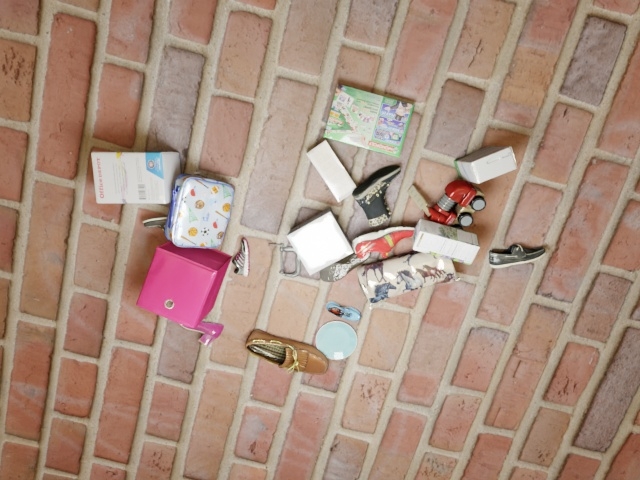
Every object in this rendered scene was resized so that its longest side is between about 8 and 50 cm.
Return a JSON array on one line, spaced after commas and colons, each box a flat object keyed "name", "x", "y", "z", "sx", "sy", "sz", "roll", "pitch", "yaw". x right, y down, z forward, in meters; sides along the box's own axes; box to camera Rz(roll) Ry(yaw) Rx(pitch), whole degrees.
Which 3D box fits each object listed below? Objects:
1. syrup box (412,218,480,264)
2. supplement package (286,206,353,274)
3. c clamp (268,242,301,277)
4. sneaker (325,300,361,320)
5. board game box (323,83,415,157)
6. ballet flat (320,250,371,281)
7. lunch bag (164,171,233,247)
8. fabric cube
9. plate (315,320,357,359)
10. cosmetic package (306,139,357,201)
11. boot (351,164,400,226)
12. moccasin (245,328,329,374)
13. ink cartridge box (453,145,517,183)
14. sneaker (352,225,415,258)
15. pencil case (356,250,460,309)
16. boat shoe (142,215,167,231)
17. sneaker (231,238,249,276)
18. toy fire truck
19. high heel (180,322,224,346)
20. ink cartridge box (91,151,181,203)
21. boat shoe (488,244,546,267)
[{"name": "syrup box", "x": 0.487, "y": 0.004, "z": 1.579, "sx": 0.237, "sy": 0.093, "sz": 0.096, "roll": 14, "pitch": 127, "yaw": 3}, {"name": "supplement package", "x": 0.000, "y": 0.000, "z": 1.669, "sx": 0.203, "sy": 0.149, "sz": 0.194, "roll": -29, "pitch": 100, "yaw": 7}, {"name": "c clamp", "x": -0.150, "y": 0.087, "z": 1.759, "sx": 0.138, "sy": 0.022, "sz": 0.160, "roll": -6, "pitch": 100, "yaw": -3}, {"name": "sneaker", "x": 0.099, "y": 0.323, "z": 1.774, "sx": 0.162, "sy": 0.073, "sz": 0.063, "roll": 18, "pitch": 101, "yaw": -2}, {"name": "board game box", "x": 0.191, "y": -0.478, "z": 1.618, "sx": 0.318, "sy": 0.046, "sz": 0.213, "roll": 15, "pitch": 103, "yaw": -2}, {"name": "ballet flat", "x": 0.110, "y": 0.102, "z": 1.742, "sx": 0.250, "sy": 0.058, "sz": 0.084, "roll": -34, "pitch": 87, "yaw": 11}, {"name": "lunch bag", "x": -0.492, "y": -0.121, "z": 1.620, "sx": 0.243, "sy": 0.115, "sz": 0.302, "roll": 6, "pitch": 103, "yaw": -40}, {"name": "fabric cube", "x": -0.549, "y": 0.161, "z": 1.660, "sx": 0.254, "sy": 0.259, "sz": 0.258, "roll": 24, "pitch": 101, "yaw": -3}, {"name": "plate", "x": 0.072, "y": 0.450, "z": 1.827, "sx": 0.189, "sy": 0.024, "sz": 0.187, "roll": 0, "pitch": 103, "yaw": 1}, {"name": "cosmetic package", "x": 0.047, "y": -0.283, "z": 1.654, "sx": 0.099, "sy": 0.060, "sz": 0.238, "roll": -33, "pitch": 100, "yaw": 4}, {"name": "boot", "x": 0.255, "y": -0.186, "z": 1.664, "sx": 0.237, "sy": 0.085, "sz": 0.178, "roll": -37, "pitch": 120, "yaw": -13}, {"name": "moccasin", "x": -0.146, "y": 0.506, "z": 1.778, "sx": 0.381, "sy": 0.147, "sz": 0.139, "roll": 26, "pitch": 105, "yaw": -4}, {"name": "ink cartridge box", "x": 0.632, "y": -0.296, "z": 1.561, "sx": 0.155, "sy": 0.212, "sz": 0.093, "roll": -22, "pitch": 101, "yaw": 5}, {"name": "sneaker", "x": 0.272, "y": 0.010, "z": 1.670, "sx": 0.279, "sy": 0.107, "sz": 0.118, "roll": -14, "pitch": 90, "yaw": -4}, {"name": "pencil case", "x": 0.366, "y": 0.146, "z": 1.686, "sx": 0.411, "sy": 0.160, "sz": 0.183, "roll": -17, "pitch": 99, "yaw": 5}, {"name": "boat shoe", "x": -0.634, "y": -0.072, "z": 1.703, "sx": 0.228, "sy": 0.081, "sz": 0.068, "roll": -9, "pitch": 97, "yaw": 1}, {"name": "sneaker", "x": -0.345, "y": 0.076, "z": 1.737, "sx": 0.075, "sy": 0.063, "sz": 0.170, "roll": 2, "pitch": 107, "yaw": -5}, {"name": "toy fire truck", "x": 0.494, "y": -0.160, "z": 1.622, "sx": 0.247, "sy": 0.158, "sz": 0.217, "roll": 24, "pitch": 120, "yaw": -11}, {"name": "high heel", "x": -0.558, "y": 0.361, "z": 1.810, "sx": 0.244, "sy": 0.082, "sz": 0.117, "roll": 37, "pitch": 68, "yaw": 8}, {"name": "ink cartridge box", "x": -0.722, "y": -0.254, "z": 1.608, "sx": 0.271, "sy": 0.197, "sz": 0.197, "roll": 1, "pitch": 102, "yaw": 1}, {"name": "boat shoe", "x": 0.829, "y": 0.055, "z": 1.697, "sx": 0.233, "sy": 0.084, "sz": 0.079, "roll": -11, "pitch": 102, "yaw": 7}]
